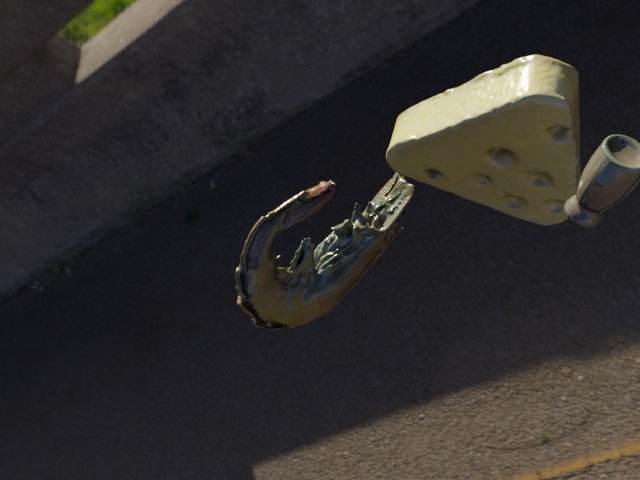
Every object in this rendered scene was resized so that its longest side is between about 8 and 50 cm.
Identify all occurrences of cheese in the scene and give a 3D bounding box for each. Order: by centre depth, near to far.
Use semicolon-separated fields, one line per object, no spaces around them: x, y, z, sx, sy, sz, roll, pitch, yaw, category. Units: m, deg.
0.358;-0.156;1.217;0.384;0.384;0.104;-1;58;37;cheese

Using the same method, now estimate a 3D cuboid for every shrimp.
-0.001;0.000;0.770;0.253;0.173;0.058;-50;38;0;shrimp

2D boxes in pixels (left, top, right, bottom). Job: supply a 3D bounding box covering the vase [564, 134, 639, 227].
0.302;-0.060;0.695;0.100;0.053;0.053;104;150;-53;vase
